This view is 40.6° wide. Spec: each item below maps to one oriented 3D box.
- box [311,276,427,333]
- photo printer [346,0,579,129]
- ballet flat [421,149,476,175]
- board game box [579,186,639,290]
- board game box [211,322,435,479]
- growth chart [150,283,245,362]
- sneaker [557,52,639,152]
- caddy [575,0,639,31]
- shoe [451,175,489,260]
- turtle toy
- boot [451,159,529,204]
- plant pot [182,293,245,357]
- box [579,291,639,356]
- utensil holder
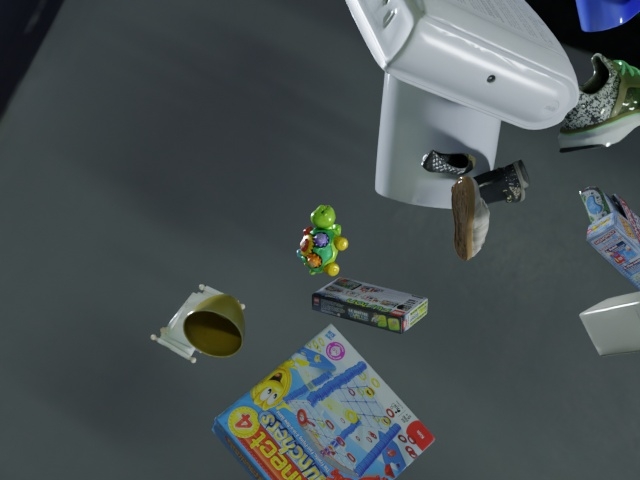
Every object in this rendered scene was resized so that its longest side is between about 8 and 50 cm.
[{"bbox_3d":[0.097,0.127,1.738,0.207,0.036,0.114,13,24,31],"label":"box"},{"bbox_3d":[0.189,-0.274,1.135,0.307,0.107,0.256,13,40,-32],"label":"photo printer"},{"bbox_3d":[0.307,-0.184,2.013,0.173,0.049,0.057,-6,56,-40],"label":"ballet flat"},{"bbox_3d":[0.547,-0.013,1.577,0.194,0.060,0.194,29,39,-36],"label":"board game box"},{"bbox_3d":[0.006,0.369,1.652,0.308,0.302,0.086,47,-27,12],"label":"board game box"},{"bbox_3d":[-0.339,0.233,2.441,0.172,0.237,0.021,33,-26,16],"label":"growth chart"},{"bbox_3d":[0.690,-0.353,1.974,0.158,0.410,0.182,10,-53,56],"label":"sneaker"},{"bbox_3d":[0.498,-0.423,1.238,0.241,0.179,0.341,2,24,46],"label":"caddy"},{"bbox_3d":[0.307,-0.050,1.759,0.219,0.058,0.076,83,-17,-47],"label":"shoe"},{"bbox_3d":[0.000,0.000,1.570,0.066,0.130,0.095,14,8,-30],"label":"turtle toy"},{"bbox_3d":[0.406,-0.121,2.104,0.236,0.178,0.085,54,18,-79],"label":"boot"},{"bbox_3d":[-0.217,0.170,1.863,0.134,0.134,0.095,27,39,-5],"label":"plant pot"},{"bbox_3d":[0.671,0.168,1.807,0.113,0.094,0.275,64,-19,2],"label":"box"},{"bbox_3d":[0.311,-0.303,2.262,0.327,0.386,0.327,5,16,-1],"label":"utensil holder"}]
